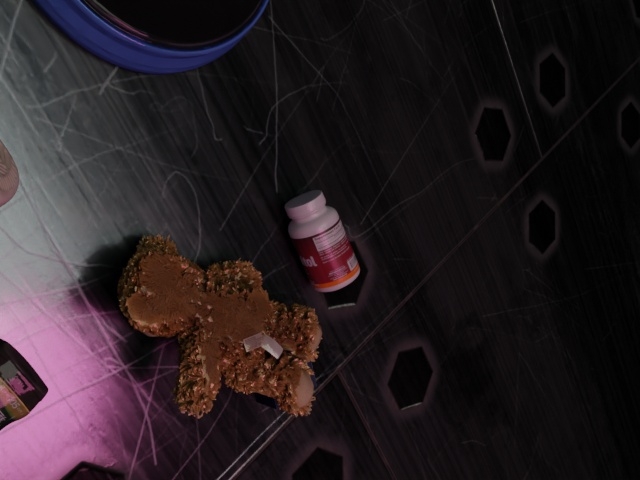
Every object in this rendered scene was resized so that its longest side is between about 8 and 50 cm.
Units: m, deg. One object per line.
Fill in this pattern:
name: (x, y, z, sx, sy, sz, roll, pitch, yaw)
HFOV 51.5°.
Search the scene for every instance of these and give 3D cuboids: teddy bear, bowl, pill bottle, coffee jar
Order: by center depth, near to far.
coffee jar: (-0.405, 0.199, 0.739, 0.184, 0.079, 0.096, -45, 118, -30)
bowl: (-0.219, -0.423, 0.874, 0.391, 0.077, 0.391, -2, 93, -40)
teddy bear: (-0.134, 0.127, 0.926, 0.338, 0.113, 0.245, 14, 64, -36)
pill bottle: (0.000, 0.000, 1.069, 0.086, 0.086, 0.152, -36, 113, -33)

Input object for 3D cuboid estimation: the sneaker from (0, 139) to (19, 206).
sneaker: (-0.462, -0.160, 0.660, 0.148, 0.131, 0.350, -28, 95, 4)

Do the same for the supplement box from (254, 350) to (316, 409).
supplement box: (-0.062, 0.206, 1.043, 0.083, 0.056, 0.083, -22, 106, -37)
